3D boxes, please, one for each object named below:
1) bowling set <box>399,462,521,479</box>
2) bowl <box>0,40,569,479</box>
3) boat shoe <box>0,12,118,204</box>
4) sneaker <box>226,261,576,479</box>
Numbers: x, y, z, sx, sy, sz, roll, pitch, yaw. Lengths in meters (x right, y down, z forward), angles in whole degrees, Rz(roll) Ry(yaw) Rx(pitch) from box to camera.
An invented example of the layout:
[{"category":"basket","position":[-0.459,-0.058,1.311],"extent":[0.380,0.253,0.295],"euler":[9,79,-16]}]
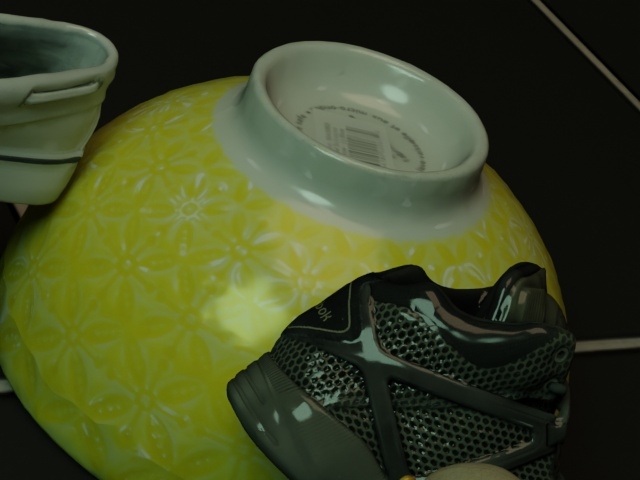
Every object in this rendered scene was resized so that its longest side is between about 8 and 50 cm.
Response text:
[{"category":"bowling set","position":[0.136,0.215,0.628],"extent":[0.287,0.154,0.200],"euler":[16,32,-6]},{"category":"bowl","position":[0.000,0.000,0.878],"extent":[0.289,0.156,0.289],"euler":[14,33,-9]},{"category":"boat shoe","position":[-0.185,-0.075,0.749],"extent":[0.095,0.084,0.258],"euler":[40,19,25]},{"category":"sneaker","position":[0.084,0.096,0.751],"extent":[0.227,0.130,0.087],"euler":[45,4,-9]}]
